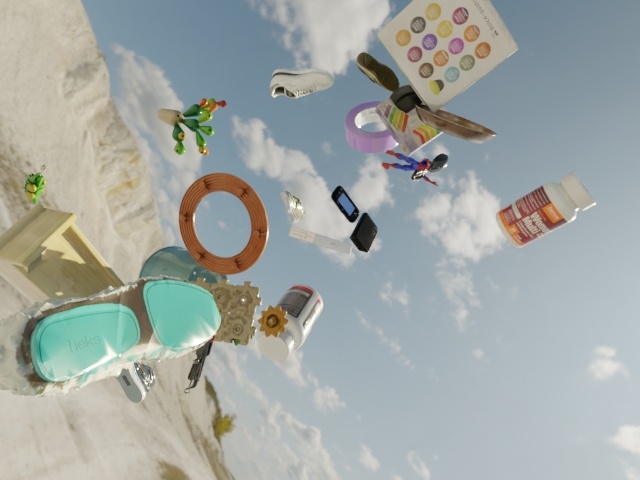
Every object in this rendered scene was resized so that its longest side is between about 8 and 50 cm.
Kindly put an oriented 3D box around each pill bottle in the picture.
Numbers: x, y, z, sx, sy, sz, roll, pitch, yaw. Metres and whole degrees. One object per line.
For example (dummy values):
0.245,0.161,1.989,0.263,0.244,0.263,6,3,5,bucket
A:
-0.121,0.327,1.665,0.176,0.318,0.176,10,-60,17,pill bottle
0.607,-0.082,1.130,0.221,0.121,0.121,-37,-93,35,pill bottle

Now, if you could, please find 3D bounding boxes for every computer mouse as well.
0.444,-0.286,1.659,0.041,0.242,0.071,41,-36,24,computer mouse

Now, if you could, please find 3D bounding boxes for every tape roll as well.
0.253,-0.535,1.950,0.275,0.275,0.090,40,-23,30,tape roll

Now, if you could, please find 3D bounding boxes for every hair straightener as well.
-0.408,0.394,1.360,0.047,0.230,0.089,20,-1,10,hair straightener

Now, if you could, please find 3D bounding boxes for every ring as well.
-0.325,-0.050,1.345,0.336,0.032,0.337,3,-80,20,ring

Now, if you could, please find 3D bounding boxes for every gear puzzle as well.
-0.236,0.199,1.145,0.338,0.176,0.044,2,-18,22,gear puzzle

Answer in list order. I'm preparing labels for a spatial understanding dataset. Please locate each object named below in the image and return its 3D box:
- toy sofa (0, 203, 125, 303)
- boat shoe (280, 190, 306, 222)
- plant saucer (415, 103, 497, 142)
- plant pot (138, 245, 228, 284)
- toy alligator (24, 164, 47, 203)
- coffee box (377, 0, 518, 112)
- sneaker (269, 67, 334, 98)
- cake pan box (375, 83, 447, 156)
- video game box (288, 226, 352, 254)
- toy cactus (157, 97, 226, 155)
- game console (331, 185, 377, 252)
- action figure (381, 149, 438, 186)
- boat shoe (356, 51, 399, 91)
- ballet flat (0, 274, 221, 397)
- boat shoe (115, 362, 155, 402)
-0.605,0.094,1.001,0.177,0.150,0.363,10,-40,23,toy sofa
-0.150,-0.198,2.306,0.302,0.094,0.109,70,-4,-67,boat shoe
0.482,-0.421,1.507,0.310,0.310,0.050,38,-59,32,plant saucer
-0.489,0.160,1.548,0.255,0.271,0.272,2,-58,41,plant pot
-0.976,-0.201,1.415,0.051,0.056,0.190,34,-55,-9,toy alligator
0.439,-0.721,1.502,0.334,0.338,0.338,-35,-75,23,coffee box
-0.068,-0.560,1.505,0.235,0.095,0.090,1,-27,12,sneaker
0.406,-0.540,1.799,0.267,0.245,0.070,57,-6,3,cake pan box
0.000,0.000,1.731,0.187,0.205,0.048,20,-88,53,video game box
-0.388,-0.345,1.225,0.180,0.219,0.112,21,-14,10,toy cactus
0.171,-0.118,2.171,0.044,0.213,0.361,-21,-62,40,game console
0.405,-0.302,1.729,0.139,0.280,0.091,42,-60,46,action figure
0.249,-0.731,1.815,0.223,0.080,0.073,36,4,-8,boat shoe
-0.314,0.132,0.637,0.147,0.147,0.409,49,10,15,ballet flat
-0.524,0.349,1.147,0.083,0.065,0.183,-67,139,-75,boat shoe
